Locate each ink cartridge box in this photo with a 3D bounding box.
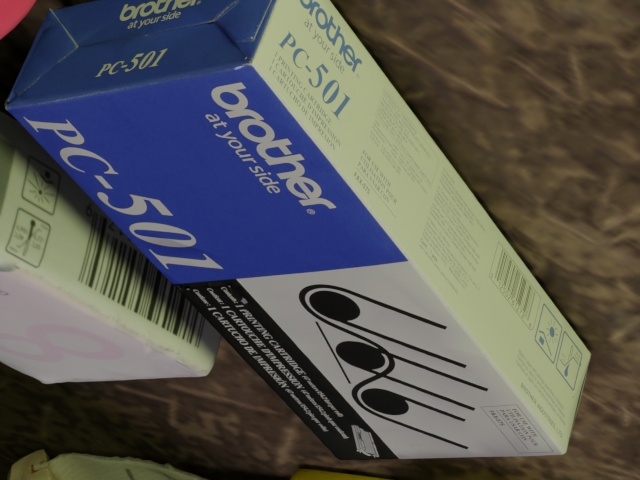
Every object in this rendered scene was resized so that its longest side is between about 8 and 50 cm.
[{"bbox_3d":[0.000,0.000,0.621,0.097,0.046,0.207,-6,140,34],"label":"ink cartridge box"},{"bbox_3d":[-0.178,0.001,0.682,0.232,0.066,0.189,-11,151,35],"label":"ink cartridge box"}]

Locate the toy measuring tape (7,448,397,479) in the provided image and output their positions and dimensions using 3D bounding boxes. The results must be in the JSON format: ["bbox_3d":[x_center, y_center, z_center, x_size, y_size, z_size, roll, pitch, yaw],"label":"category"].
[{"bbox_3d":[-0.006,0.161,0.810,0.330,0.121,0.121,4,145,25],"label":"toy measuring tape"}]

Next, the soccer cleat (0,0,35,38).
[{"bbox_3d":[-0.167,-0.177,0.402,0.143,0.116,0.331,10,144,36],"label":"soccer cleat"}]
